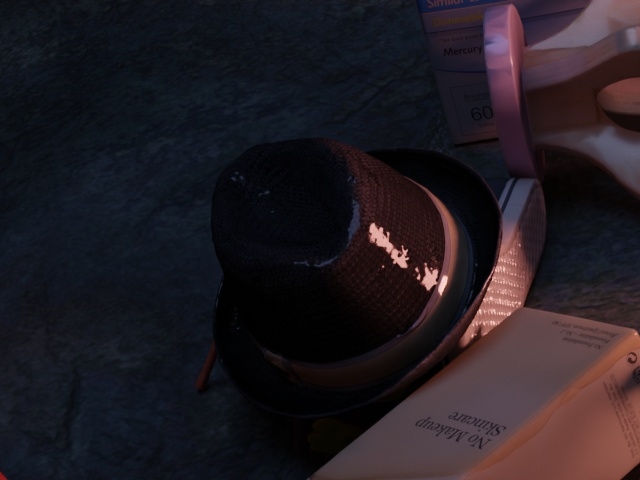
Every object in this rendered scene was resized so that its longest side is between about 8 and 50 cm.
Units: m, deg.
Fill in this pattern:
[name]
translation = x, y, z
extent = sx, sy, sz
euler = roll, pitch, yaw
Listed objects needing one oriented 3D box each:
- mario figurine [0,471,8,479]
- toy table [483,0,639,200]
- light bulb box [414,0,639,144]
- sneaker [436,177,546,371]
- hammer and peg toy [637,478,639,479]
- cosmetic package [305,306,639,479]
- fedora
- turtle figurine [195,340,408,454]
[mario figurine]
translation = -0.390, 0.283, 1.867
extent = 0.321, 0.170, 0.198
euler = 0, 72, 43
[toy table]
translation = 0.266, -0.153, 2.054
extent = 0.161, 0.252, 0.274
euler = -7, -5, 10
[light bulb box]
translation = 0.282, -0.337, 2.200
extent = 0.358, 0.361, 0.225
euler = -9, 33, 14
[sneaker]
translation = 0.130, 0.039, 1.934
extent = 0.128, 0.126, 0.321
euler = 1, 25, 18
[hammer and peg toy]
translation = 0.249, 0.283, 1.503
extent = 0.361, 0.127, 0.266
euler = -29, 34, -16
[cosmetic package]
translation = 0.134, 0.192, 1.691
extent = 0.309, 0.113, 0.160
euler = -36, 25, -28
[fedora]
translation = 0.000, 0.000, 1.822
extent = 0.334, 0.152, 0.334
euler = -24, 41, 22
[turtle figurine]
translation = 0.002, 0.110, 1.921
extent = 0.269, 0.087, 0.217
euler = -40, 36, 12
